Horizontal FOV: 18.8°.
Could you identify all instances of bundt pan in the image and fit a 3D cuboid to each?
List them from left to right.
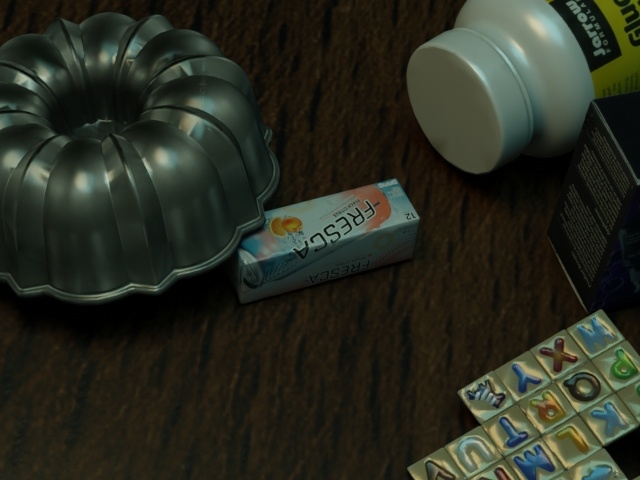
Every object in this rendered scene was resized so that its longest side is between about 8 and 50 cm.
[{"bbox_3d":[-0.205,-0.097,1.807,0.331,0.124,0.331,-2,44,2],"label":"bundt pan"}]

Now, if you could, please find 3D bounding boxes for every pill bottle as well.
[{"bbox_3d":[0.257,-0.199,1.951,0.334,0.188,0.188,-30,61,-27],"label":"pill bottle"}]

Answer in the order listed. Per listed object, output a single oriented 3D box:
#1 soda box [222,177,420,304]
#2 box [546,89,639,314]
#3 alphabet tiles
[{"bbox_3d":[0.000,0.000,1.836,0.183,0.063,0.058,-15,53,-18],"label":"soda box"},{"bbox_3d":[0.319,-0.042,1.821,0.153,0.207,0.108,-12,54,-16],"label":"box"},{"bbox_3d":[0.207,0.189,1.713,0.237,0.009,0.198,-29,59,-11],"label":"alphabet tiles"}]
